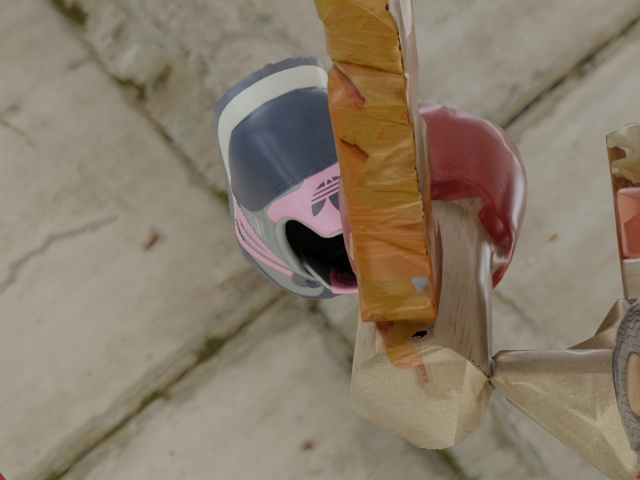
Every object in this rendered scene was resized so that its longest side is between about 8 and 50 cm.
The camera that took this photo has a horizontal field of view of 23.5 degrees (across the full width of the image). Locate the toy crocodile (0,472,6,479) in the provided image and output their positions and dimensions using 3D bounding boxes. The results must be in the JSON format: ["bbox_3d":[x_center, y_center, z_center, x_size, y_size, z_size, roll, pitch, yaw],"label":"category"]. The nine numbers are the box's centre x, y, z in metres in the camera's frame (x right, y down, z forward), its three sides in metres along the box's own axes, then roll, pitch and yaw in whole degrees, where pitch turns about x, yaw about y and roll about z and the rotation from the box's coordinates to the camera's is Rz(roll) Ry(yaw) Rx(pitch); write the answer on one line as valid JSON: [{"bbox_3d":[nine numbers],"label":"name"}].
[{"bbox_3d":[-0.123,0.088,0.409,0.340,0.105,0.115,58,-158,-27],"label":"toy crocodile"}]

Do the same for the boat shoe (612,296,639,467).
[{"bbox_3d":[0.245,0.061,0.417,0.324,0.123,0.116,24,-137,29],"label":"boat shoe"}]

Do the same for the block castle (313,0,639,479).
[{"bbox_3d":[0.214,-0.095,0.570,0.453,0.303,0.213,-4,-147,9],"label":"block castle"}]

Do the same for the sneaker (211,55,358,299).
[{"bbox_3d":[0.000,0.000,1.103,0.112,0.319,0.131,-28,-114,-2],"label":"sneaker"}]
